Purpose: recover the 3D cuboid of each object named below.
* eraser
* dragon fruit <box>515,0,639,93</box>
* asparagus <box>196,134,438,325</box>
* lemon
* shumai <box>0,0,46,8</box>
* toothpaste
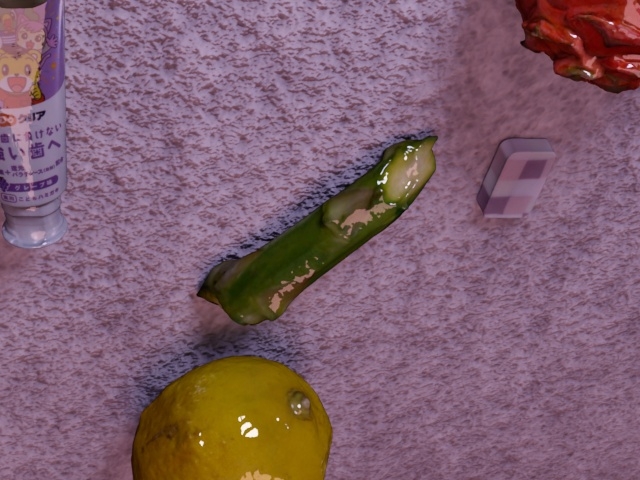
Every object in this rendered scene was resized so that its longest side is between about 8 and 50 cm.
[{"bbox_3d":[0.224,-0.071,1.417,0.065,0.026,0.105,-3,138,-21],"label":"eraser"},{"bbox_3d":[0.281,-0.248,1.086,0.241,0.241,0.252,-4,129,-16],"label":"dragon fruit"},{"bbox_3d":[-0.001,-0.001,1.377,0.343,0.085,0.082,-34,113,21],"label":"asparagus"},{"bbox_3d":[-0.112,0.263,1.520,0.288,0.233,0.233,-38,136,27],"label":"lemon"},{"bbox_3d":[-0.284,-0.345,0.748,0.324,0.324,0.397,4,132,-2],"label":"shumai"},{"bbox_3d":[-0.282,-0.126,1.151,0.114,0.073,0.299,-8,131,-12],"label":"toothpaste"}]
